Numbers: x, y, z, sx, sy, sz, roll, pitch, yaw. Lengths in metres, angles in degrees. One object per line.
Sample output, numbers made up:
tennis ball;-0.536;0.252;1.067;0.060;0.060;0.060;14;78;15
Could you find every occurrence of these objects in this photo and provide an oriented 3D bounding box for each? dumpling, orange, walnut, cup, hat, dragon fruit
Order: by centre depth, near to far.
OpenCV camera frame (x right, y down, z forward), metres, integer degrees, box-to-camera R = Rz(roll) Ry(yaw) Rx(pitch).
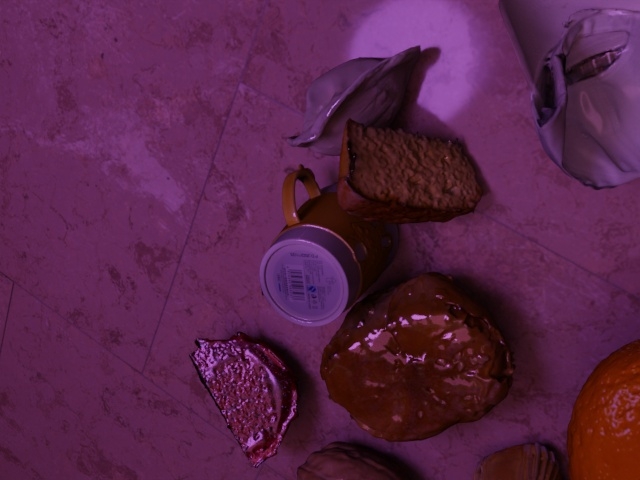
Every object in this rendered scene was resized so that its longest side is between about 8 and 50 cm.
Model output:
orange;0.477;0.279;0.774;0.293;0.340;0.340;-1;107;54
hat;0.355;-0.231;0.784;0.258;0.168;0.301;-23;65;4
dumpling;0.045;-0.206;0.912;0.252;0.179;0.131;-29;91;30
cup;0.000;0.000;0.970;0.185;0.226;0.241;-21;104;28
walnut;0.070;0.479;1.109;0.245;0.198;0.198;14;111;24
dragon fruit;-0.145;0.287;1.180;0.262;0.163;0.189;57;148;4

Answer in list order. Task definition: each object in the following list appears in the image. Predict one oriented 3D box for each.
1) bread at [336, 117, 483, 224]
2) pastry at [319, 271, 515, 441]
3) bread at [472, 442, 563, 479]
bread;0.110;-0.088;0.911;0.134;0.260;0.129;-27;62;52
pastry;0.157;0.188;0.991;0.311;0.162;0.255;-24;96;27
bread;0.366;0.492;1.009;0.152;0.119;0.288;-25;97;28
